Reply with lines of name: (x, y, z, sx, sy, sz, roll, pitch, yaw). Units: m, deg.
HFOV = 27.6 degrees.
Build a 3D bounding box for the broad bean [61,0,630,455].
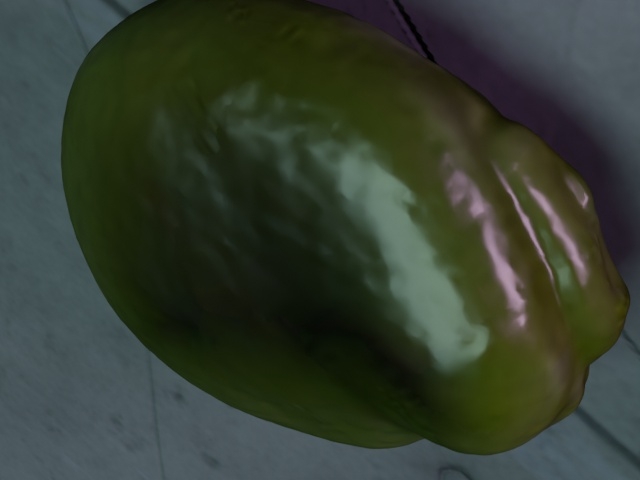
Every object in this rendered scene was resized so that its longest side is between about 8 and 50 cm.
broad bean: (0.000, 0.000, 0.624, 0.291, 0.119, 0.238, 27, 135, 16)
